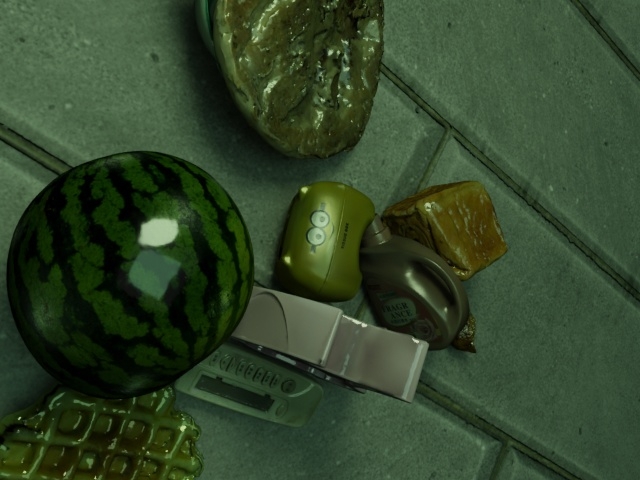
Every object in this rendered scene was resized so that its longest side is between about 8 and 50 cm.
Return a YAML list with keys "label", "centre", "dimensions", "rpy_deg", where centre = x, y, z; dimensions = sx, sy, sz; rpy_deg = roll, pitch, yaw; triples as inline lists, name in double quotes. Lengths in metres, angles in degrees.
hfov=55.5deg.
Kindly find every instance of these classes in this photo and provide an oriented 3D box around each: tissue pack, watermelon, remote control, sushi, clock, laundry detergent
- label: "tissue pack"
  centre: [0.000, 0.000, 0.931]
  dimensions: [0.127, 0.123, 0.178]
  rpy_deg: [19, 73, -19]
- label: "watermelon"
  centre: [-0.216, 0.036, 0.726]
  dimensions: [0.285, 0.285, 0.285]
  rpy_deg: [0, 90, -29]
- label: "remote control"
  centre: [-0.104, 0.212, 0.914]
  dimensions: [0.230, 0.049, 0.090]
  rpy_deg: [28, 97, -27]
- label: "sushi"
  centre: [0.258, 0.153, 1.113]
  dimensions: [0.060, 0.061, 0.118]
  rpy_deg: [-17, 107, -2]
- label: "clock"
  centre: [0.027, 0.153, 0.845]
  dimensions: [0.275, 0.290, 0.080]
  rpy_deg: [34, 71, -42]
- label: "laundry detergent"
  centre: [0.149, 0.064, 0.991]
  dimensions: [0.076, 0.171, 0.237]
  rpy_deg: [-34, 107, -42]

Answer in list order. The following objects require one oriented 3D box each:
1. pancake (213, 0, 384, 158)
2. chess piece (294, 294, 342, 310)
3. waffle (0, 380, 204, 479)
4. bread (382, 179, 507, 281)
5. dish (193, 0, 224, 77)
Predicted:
- label: "pancake"
  centre: [-0.014, -0.307, 0.888]
  dimensions: [0.387, 0.082, 0.387]
  rpy_deg: [-23, 119, -52]
- label: "chess piece"
  centre: [0.000, 0.111, 0.986]
  dimensions: [0.092, 0.035, 0.035]
  rpy_deg: [19, 81, -31]
- label: "waffle"
  centre: [-0.303, 0.319, 0.796]
  dimensions: [0.317, 0.073, 0.297]
  rpy_deg: [-29, 109, -33]
- label: "bread"
  centre: [0.207, -0.014, 1.044]
  dimensions: [0.143, 0.149, 0.158]
  rpy_deg: [-31, 99, -28]
- label: "dish"
  centre: [-0.124, -0.333, 0.866]
  dimensions: [0.246, 0.078, 0.224]
  rpy_deg: [46, 61, -48]
